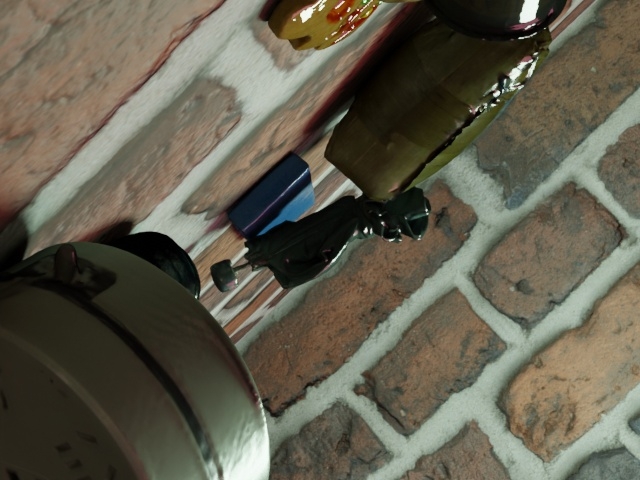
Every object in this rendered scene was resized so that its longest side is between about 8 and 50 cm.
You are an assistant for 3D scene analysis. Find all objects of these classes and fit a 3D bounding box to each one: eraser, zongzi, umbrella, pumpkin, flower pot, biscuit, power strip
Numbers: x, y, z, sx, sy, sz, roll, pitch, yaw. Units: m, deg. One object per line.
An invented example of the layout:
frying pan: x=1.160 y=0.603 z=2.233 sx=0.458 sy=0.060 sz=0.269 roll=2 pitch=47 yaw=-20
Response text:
eraser: x=-0.074 y=-0.054 z=1.627 sx=0.144 sy=0.042 sz=0.312 roll=-43 pitch=174 yaw=-4
zongzi: x=0.221 y=-0.251 z=1.505 sx=0.356 sy=0.174 sz=0.393 roll=-42 pitch=176 yaw=37
umbrella: x=0.000 y=0.002 z=1.535 sx=0.349 sy=0.094 sz=0.143 roll=-24 pitch=-165 yaw=-10
pumpkin: x=-0.224 y=0.083 z=1.146 sx=0.202 sy=0.140 sz=0.202 roll=-44 pitch=171 yaw=-8
flower pot: x=0.175 y=-0.286 z=0.971 sx=0.157 sy=0.157 sz=0.107 roll=-42 pitch=164 yaw=-13
biscuit: x=0.037 y=-0.252 z=0.998 sx=0.212 sy=0.041 sz=0.238 roll=-45 pitch=173 yaw=-5
power strip: x=-0.224 y=0.170 z=0.905 sx=0.161 sy=0.357 sz=0.357 roll=-38 pitch=172 yaw=-50

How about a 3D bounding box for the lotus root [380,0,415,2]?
lotus root: x=0.120 y=-0.283 z=0.796 sx=0.284 sy=0.146 sz=0.160 roll=-24 pitch=-175 yaw=-25
